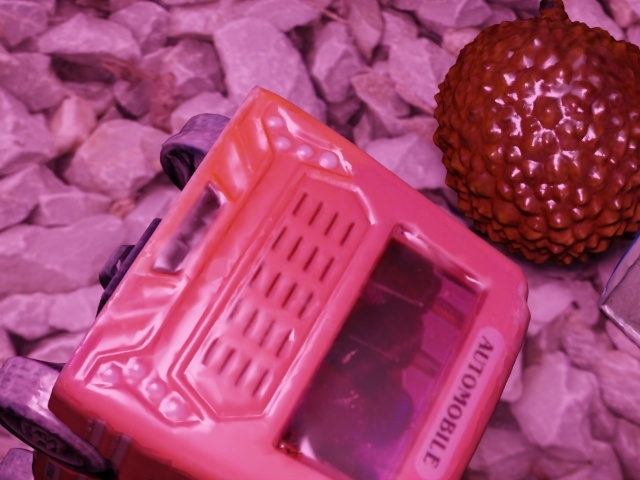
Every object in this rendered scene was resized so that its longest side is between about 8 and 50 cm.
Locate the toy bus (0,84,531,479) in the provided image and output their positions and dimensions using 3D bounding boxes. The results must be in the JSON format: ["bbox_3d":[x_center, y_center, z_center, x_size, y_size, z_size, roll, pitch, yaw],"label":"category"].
[{"bbox_3d":[-0.052,0.103,0.707,0.233,0.427,0.203,32,65,-1],"label":"toy bus"}]

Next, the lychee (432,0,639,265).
[{"bbox_3d":[0.194,-0.098,0.949,0.200,0.200,0.238,6,74,-1],"label":"lychee"}]

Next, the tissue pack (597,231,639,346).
[{"bbox_3d":[0.374,-0.017,0.912,0.263,0.198,0.146,-39,73,-20],"label":"tissue pack"}]
